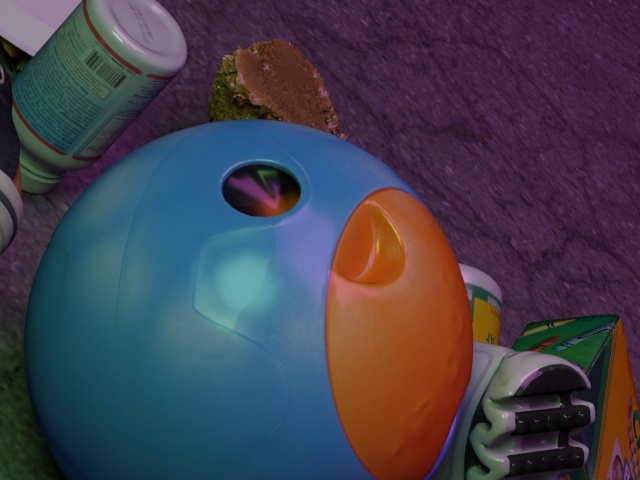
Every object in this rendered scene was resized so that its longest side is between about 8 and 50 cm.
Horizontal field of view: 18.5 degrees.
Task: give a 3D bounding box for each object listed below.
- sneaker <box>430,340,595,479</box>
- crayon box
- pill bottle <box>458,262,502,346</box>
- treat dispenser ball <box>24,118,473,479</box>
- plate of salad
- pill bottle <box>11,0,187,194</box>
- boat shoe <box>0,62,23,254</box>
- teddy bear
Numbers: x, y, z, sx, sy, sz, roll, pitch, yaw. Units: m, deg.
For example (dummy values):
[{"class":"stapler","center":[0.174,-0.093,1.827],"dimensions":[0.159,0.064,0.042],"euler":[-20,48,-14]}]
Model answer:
[{"class":"sneaker","center":[0.100,0.209,1.345],"dimensions":[0.110,0.292,0.118],"euler":[6,9,-43]},{"class":"crayon box","center":[0.195,0.215,1.476],"dimensions":[0.165,0.081,0.278],"euler":[-43,123,-62]},{"class":"pill bottle","center":[0.072,0.128,1.466],"dimensions":[0.117,0.117,0.208],"euler":[24,62,-36]},{"class":"treat dispenser ball","center":[-0.046,0.066,1.260],"dimensions":[0.288,0.288,0.288],"euler":[34,30,-23]},{"class":"plate of salad","center":[-0.220,-0.187,1.616],"dimensions":[0.200,0.048,0.200],"euler":[26,29,-16]},{"class":"pill bottle","center":[-0.177,-0.109,1.447],"dimensions":[0.087,0.160,0.087],"euler":[34,30,-23]},{"class":"boat shoe","center":[-0.379,-0.150,1.181],"dimensions":[0.500,0.187,0.156],"euler":[35,45,-33]},{"class":"teddy bear","center":[0.000,0.000,1.635],"dimensions":[0.338,0.113,0.245],"euler":[51,34,-8]}]
